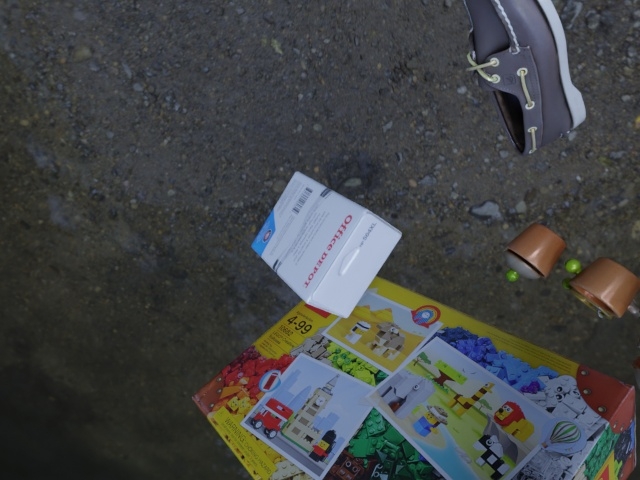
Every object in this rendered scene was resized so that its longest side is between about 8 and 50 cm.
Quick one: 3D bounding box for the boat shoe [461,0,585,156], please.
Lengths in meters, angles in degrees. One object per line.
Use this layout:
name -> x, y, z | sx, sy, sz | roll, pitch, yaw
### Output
boat shoe -> 0.255, -0.232, 0.624 | 0.097, 0.116, 0.324 | -41, 134, 13

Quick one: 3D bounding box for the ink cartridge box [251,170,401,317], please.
ink cartridge box -> 0.000, 0.000, 0.705 | 0.086, 0.203, 0.148 | 29, 95, -38

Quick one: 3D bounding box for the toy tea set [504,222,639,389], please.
toy tea set -> 0.384, 0.108, 0.642 | 0.200, 0.336, 0.124 | 35, 98, -31

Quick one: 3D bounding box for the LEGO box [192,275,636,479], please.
LEGO box -> 0.102, 0.277, 0.688 | 0.373, 0.500, 0.193 | -40, 125, -23
